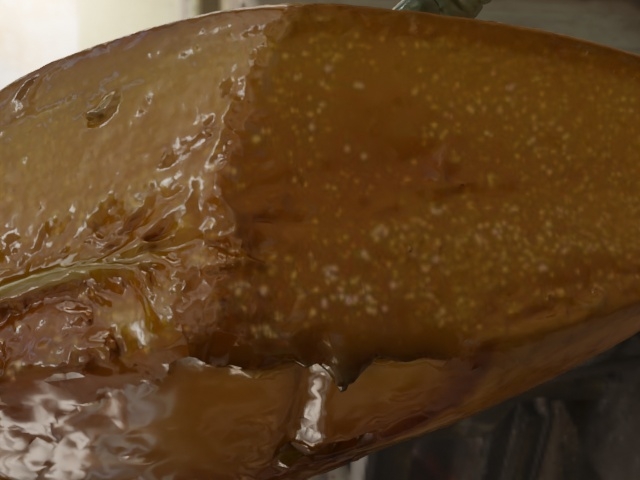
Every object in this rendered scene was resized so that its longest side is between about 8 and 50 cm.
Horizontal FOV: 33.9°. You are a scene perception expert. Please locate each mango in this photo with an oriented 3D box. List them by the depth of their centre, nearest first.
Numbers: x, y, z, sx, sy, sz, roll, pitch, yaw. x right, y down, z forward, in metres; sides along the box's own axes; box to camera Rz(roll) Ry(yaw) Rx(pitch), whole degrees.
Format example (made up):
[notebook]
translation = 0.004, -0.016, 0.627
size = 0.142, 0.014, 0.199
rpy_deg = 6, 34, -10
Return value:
[mango]
translation = 0.000, 0.000, 0.429
size = 0.199, 0.349, 0.201
rpy_deg = -116, 14, -70

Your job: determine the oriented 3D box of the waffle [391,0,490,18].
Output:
[waffle]
translation = 0.039, -0.132, 0.927
size = 0.056, 0.309, 0.292
rpy_deg = 47, 174, -1
